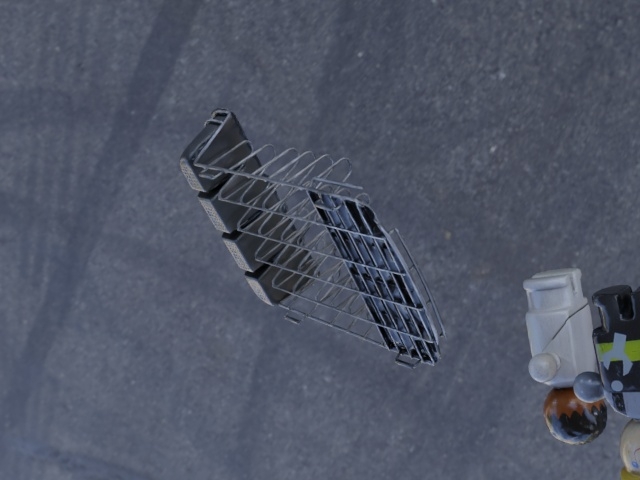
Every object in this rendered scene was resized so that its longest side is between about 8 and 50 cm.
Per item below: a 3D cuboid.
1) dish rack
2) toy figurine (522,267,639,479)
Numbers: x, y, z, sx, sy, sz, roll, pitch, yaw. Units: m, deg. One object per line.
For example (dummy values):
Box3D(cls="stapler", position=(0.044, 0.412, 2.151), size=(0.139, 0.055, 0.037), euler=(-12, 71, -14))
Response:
Box3D(cls="dish rack", position=(0.000, 0.000, 0.858), size=(0.271, 0.074, 0.208), euler=(17, 145, 47))
Box3D(cls="toy figurine", position=(0.263, 0.086, 0.709), size=(0.213, 0.209, 0.148), euler=(-173, 71, -76))
